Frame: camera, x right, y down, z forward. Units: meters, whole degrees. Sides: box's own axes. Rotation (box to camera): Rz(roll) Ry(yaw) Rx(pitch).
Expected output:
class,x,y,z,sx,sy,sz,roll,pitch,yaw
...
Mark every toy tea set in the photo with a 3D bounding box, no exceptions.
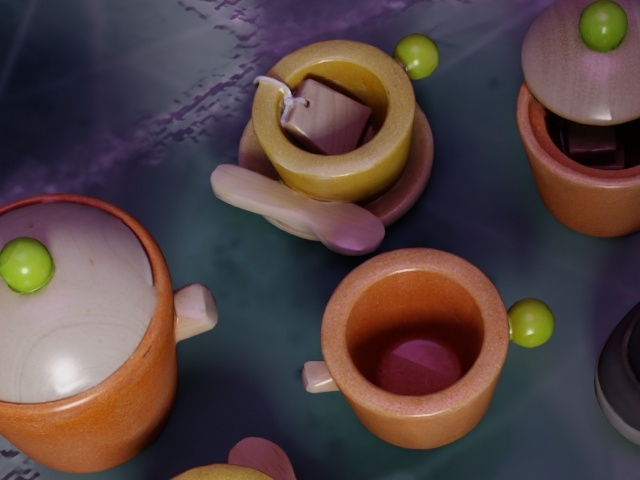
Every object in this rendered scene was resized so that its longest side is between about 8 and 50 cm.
class,x,y,z,sx,sy,sz,roll,pitch,yaw
toy tea set,0.000,0.000,0.688,0.200,0.124,0.336,37,71,24

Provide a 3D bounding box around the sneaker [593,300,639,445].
class,x,y,z,sx,sy,sz,roll,pitch,yaw
sneaker,0.204,-0.002,0.668,0.222,0.118,0.083,-25,61,-7
